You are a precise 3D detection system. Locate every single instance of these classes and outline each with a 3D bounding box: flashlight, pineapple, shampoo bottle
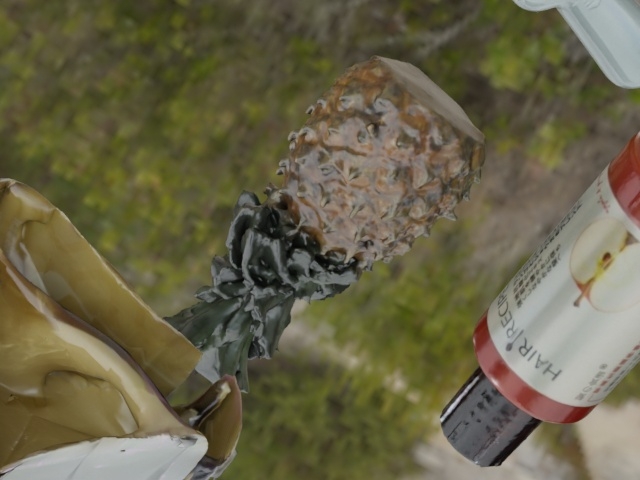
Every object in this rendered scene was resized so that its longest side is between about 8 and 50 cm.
[{"bbox_3d":[0.223,-0.194,1.529,0.200,0.093,0.047,39,-169,-42],"label":"flashlight"},{"bbox_3d":[0.000,0.000,1.511,0.141,0.310,0.170,48,-162,23],"label":"pineapple"},{"bbox_3d":[0.178,0.054,1.298,0.104,0.104,0.278,31,124,-8],"label":"shampoo bottle"}]

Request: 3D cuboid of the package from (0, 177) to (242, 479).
[{"bbox_3d":[-0.194,0.147,1.139,0.165,0.221,0.311,15,134,-31],"label":"package"}]
